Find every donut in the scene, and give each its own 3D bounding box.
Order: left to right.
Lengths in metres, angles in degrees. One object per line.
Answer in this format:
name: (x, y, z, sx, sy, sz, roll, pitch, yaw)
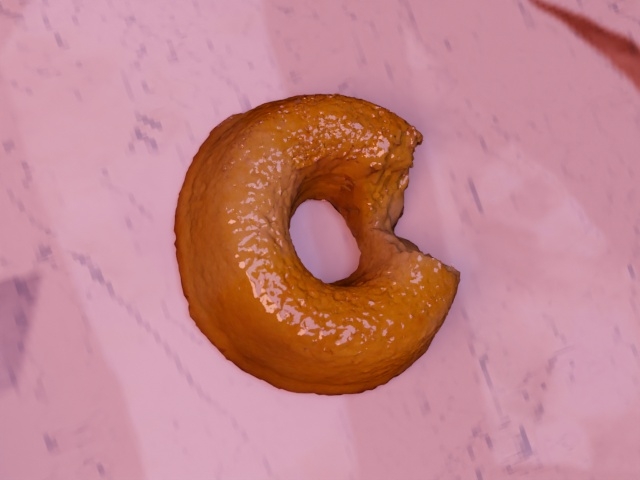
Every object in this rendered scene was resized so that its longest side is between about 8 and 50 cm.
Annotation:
donut: (0.000, 0.000, 0.596, 0.097, 0.043, 0.108, -18, 84, -18)
